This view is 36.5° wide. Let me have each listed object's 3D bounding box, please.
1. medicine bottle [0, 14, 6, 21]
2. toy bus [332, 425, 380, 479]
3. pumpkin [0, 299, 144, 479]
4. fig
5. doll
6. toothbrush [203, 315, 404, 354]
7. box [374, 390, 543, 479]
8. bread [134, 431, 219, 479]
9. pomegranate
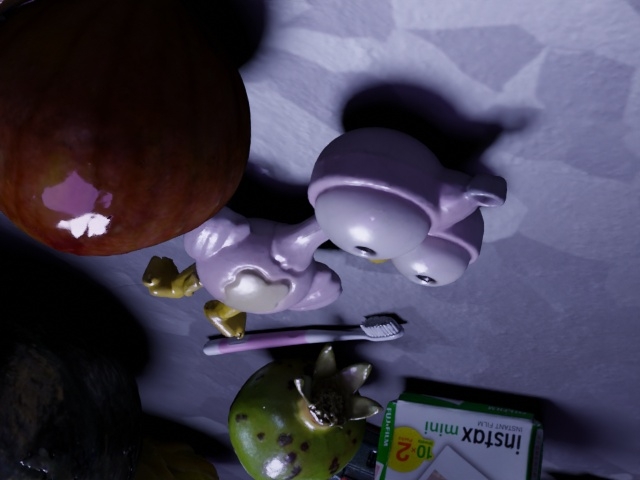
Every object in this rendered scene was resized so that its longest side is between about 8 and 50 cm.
[{"bbox_3d":[-0.292,-0.129,0.691,0.088,0.132,0.188,-6,142,37],"label":"medicine bottle"},{"bbox_3d":[0.064,0.293,1.274,0.195,0.081,0.089,25,160,-13],"label":"toy bus"},{"bbox_3d":[-0.410,0.278,1.137,0.344,0.454,0.454,37,157,21],"label":"pumpkin"},{"bbox_3d":[-0.141,-0.090,0.643,0.205,0.205,0.205,13,150,8],"label":"fig"},{"bbox_3d":[0.000,-0.001,0.793,0.160,0.094,0.365,33,148,-31],"label":"doll"},{"bbox_3d":[-0.030,0.106,1.064,0.286,0.020,0.025,-11,132,39],"label":"toothbrush"},{"bbox_3d":[0.148,0.301,1.072,0.180,0.250,0.103,5,164,17],"label":"box"},{"bbox_3d":[-0.303,0.390,1.448,0.333,0.333,0.160,9,108,15],"label":"bread"},{"bbox_3d":[-0.019,0.182,1.074,0.156,0.156,0.220,18,131,-2],"label":"pomegranate"}]
